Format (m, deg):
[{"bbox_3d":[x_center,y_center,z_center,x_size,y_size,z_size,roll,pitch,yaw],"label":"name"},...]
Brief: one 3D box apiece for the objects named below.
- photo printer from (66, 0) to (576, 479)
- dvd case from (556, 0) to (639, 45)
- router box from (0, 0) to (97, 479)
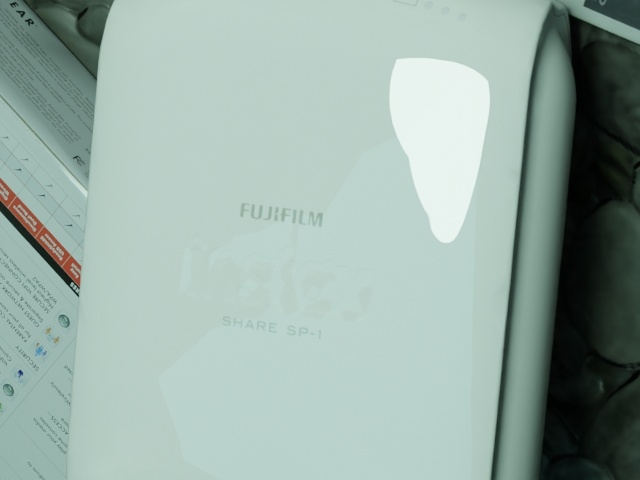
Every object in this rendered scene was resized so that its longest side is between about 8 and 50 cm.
[{"bbox_3d":[0.000,0.000,0.953,0.256,0.107,0.307,8,95,21],"label":"photo printer"},{"bbox_3d":[0.232,-0.151,0.866,0.239,0.029,0.179,27,121,20],"label":"dvd case"},{"bbox_3d":[-0.202,0.042,1.164,0.335,0.082,0.301,47,125,6],"label":"router box"}]
